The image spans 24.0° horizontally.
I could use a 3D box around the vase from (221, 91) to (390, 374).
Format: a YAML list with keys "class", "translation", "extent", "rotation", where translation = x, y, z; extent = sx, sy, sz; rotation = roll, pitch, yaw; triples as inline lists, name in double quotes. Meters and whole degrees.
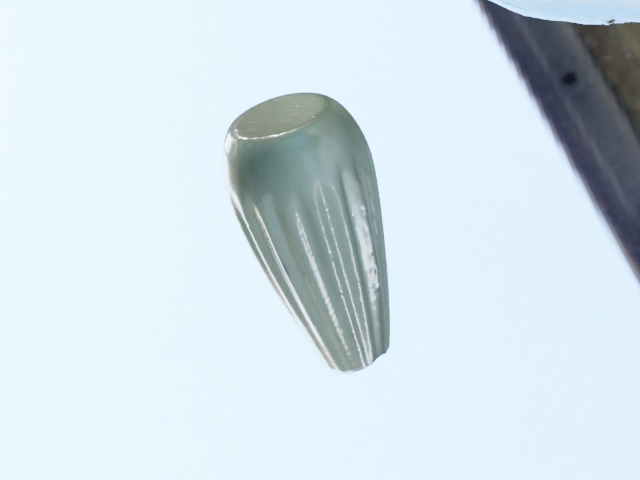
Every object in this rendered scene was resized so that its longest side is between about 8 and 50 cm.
- class: "vase"
  translation: [0.000, 0.000, 1.305]
  extent: [0.128, 0.128, 0.248]
  rotation: [7, -54, 41]

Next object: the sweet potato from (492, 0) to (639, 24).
- class: "sweet potato"
  translation: [0.188, -0.161, 0.571]
  extent: [0.423, 0.130, 0.130]
  rotation: [-8, -81, 50]
